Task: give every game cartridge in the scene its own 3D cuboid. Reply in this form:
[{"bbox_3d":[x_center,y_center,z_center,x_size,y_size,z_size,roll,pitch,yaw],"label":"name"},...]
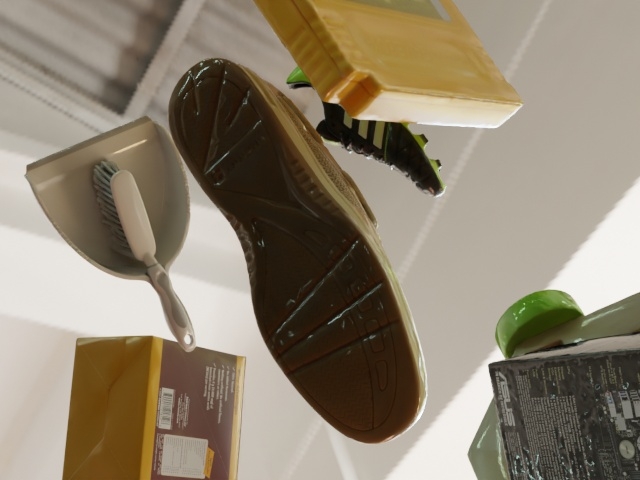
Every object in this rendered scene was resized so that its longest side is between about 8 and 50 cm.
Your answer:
[{"bbox_3d":[0.019,-0.238,1.039,0.053,0.323,0.285,-44,-21,28],"label":"game cartridge"}]

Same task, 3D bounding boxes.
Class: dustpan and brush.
[{"bbox_3d":[-0.166,0.005,1.098,0.147,0.060,0.211,-28,-71,-32],"label":"dustpan and brush"}]

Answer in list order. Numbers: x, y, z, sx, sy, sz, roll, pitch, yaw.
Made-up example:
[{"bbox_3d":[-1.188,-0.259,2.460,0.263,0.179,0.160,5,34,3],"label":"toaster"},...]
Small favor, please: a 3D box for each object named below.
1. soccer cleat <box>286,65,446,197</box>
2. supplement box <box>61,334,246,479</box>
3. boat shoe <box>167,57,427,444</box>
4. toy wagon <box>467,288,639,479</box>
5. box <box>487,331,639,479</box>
[{"bbox_3d":[0.042,-0.100,1.086,0.072,0.179,0.060,-40,-7,-1],"label":"soccer cleat"},{"bbox_3d":[-0.208,0.229,1.520,0.129,0.191,0.194,-5,-15,32],"label":"supplement box"},{"bbox_3d":[0.000,0.000,0.968,0.121,0.341,0.110,-33,-15,25],"label":"boat shoe"},{"bbox_3d":[0.260,0.100,0.644,0.344,0.267,0.068,-23,-45,1],"label":"toy wagon"},{"bbox_3d":[0.151,0.124,0.463,0.077,0.180,0.147,-8,-6,-27],"label":"box"}]
